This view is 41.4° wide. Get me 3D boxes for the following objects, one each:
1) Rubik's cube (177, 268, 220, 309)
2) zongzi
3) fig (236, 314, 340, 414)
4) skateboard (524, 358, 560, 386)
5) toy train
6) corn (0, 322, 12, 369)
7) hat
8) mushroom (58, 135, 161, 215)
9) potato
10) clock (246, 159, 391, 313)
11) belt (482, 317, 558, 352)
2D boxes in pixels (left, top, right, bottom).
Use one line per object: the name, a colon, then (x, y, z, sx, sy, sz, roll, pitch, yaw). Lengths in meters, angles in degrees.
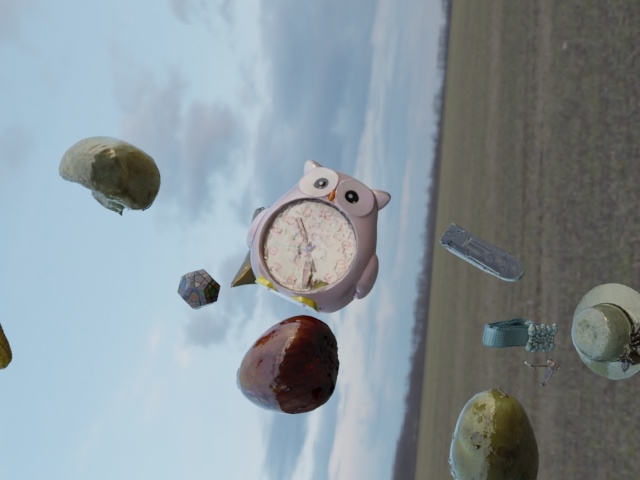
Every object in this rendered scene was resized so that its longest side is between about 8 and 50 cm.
Rubik's cube: (-0.312, 0.125, 2.172, 0.093, 0.111, 0.111, 106, 176, -52)
zongzi: (-0.195, 0.021, 2.525, 0.274, 0.299, 0.145, 44, 141, 41)
fig: (-0.071, 0.304, 2.024, 0.224, 0.263, 0.224, 54, 173, 10)
skateboard: (0.465, 0.282, 1.809, 0.032, 0.083, 0.064, 42, 115, 49)
toy train: (0.323, 0.033, 1.648, 0.052, 0.051, 0.234, -54, 36, -1)
corn: (-0.716, 0.188, 1.807, 0.072, 0.071, 0.203, -71, -30, -63)
hat: (0.733, 0.243, 2.216, 0.130, 0.257, 0.257, -1, -82, -39)
mushroom: (-0.557, -0.187, 2.280, 0.190, 0.267, 0.164, -57, 9, -5)
potato: (0.489, 0.594, 2.426, 0.219, 0.269, 0.359, 36, 150, 54)
clock: (0.000, 0.000, 2.276, 0.377, 0.368, 0.250, -64, -12, -10)
belt: (0.419, 0.204, 1.812, 0.179, 0.100, 0.065, -2, -75, -45)
